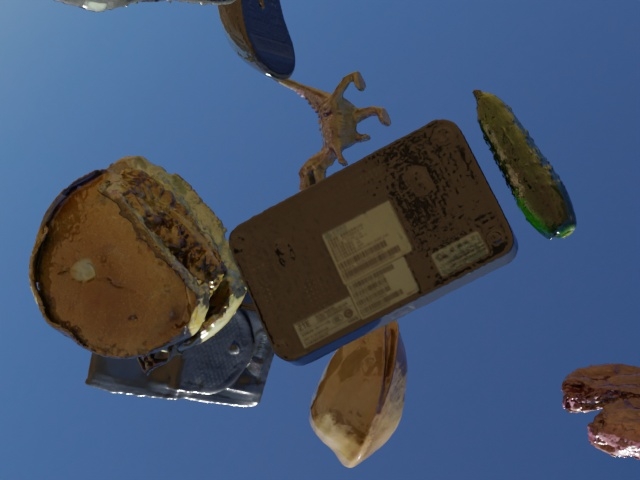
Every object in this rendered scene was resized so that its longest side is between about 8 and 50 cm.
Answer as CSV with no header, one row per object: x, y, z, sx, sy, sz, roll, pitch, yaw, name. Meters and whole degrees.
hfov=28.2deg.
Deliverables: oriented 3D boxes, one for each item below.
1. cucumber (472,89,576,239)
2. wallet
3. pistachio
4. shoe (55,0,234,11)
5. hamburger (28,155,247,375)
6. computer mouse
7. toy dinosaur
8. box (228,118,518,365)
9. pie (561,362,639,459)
0.254,-0.101,1.619,0.069,0.227,0.069,-25,163,-8,cucumber
-0.239,0.179,2.275,0.041,0.323,0.247,-106,-151,-71,wallet
0.074,0.256,2.172,0.212,0.163,0.260,-107,-152,-47,pistachio
-0.124,-0.259,0.965,0.149,0.109,0.293,-45,161,31,shoe
-0.300,0.047,2.007,0.277,0.318,0.195,-41,172,24,hamburger
-0.123,-0.378,2.088,0.088,0.147,0.264,-16,-105,31,computer mouse
0.005,-0.210,2.082,0.200,0.072,0.251,-27,-104,32,toy dinosaur
0.066,0.004,1.679,0.350,0.058,0.211,-29,-108,10,box
0.443,0.238,1.779,0.204,0.054,0.218,2,-159,1,pie
